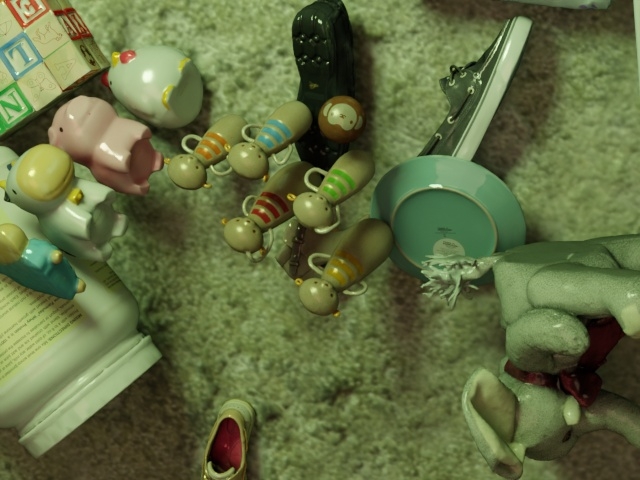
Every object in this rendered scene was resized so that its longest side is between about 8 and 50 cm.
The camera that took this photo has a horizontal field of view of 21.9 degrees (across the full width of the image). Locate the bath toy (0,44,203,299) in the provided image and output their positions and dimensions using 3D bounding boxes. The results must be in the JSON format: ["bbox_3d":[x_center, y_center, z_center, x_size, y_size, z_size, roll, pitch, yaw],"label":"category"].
[{"bbox_3d":[-0.268,-0.100,1.913,0.129,0.348,0.151,12,144,28],"label":"bath toy"}]

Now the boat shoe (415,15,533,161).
[{"bbox_3d":[0.168,-0.163,1.907,0.076,0.080,0.228,27,114,4],"label":"boat shoe"}]

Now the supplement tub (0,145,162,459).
[{"bbox_3d":[-0.368,0.076,1.994,0.235,0.235,0.325,-38,92,17],"label":"supplement tub"}]

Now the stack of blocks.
[{"bbox_3d":[-0.428,-0.199,2.013,0.297,0.087,0.171,-32,94,13],"label":"stack of blocks"}]

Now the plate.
[{"bbox_3d":[0.146,-0.015,1.931,0.188,0.024,0.188,9,127,13],"label":"plate"}]

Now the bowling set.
[{"bbox_3d":[-0.038,-0.075,1.867,0.287,0.154,0.200,35,142,12],"label":"bowling set"}]

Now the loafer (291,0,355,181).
[{"bbox_3d":[0.011,-0.174,1.937,0.076,0.078,0.223,16,123,30],"label":"loafer"}]

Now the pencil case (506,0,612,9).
[{"bbox_3d":[0.203,-0.329,1.838,0.273,0.113,0.124,10,126,10],"label":"pencil case"}]

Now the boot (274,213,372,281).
[{"bbox_3d":[0.000,0.000,1.998,0.087,0.042,0.118,33,99,13],"label":"boot"}]

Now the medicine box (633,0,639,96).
[{"bbox_3d":[0.407,-0.237,1.734,0.149,0.263,0.289,-4,101,13],"label":"medicine box"}]

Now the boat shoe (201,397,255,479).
[{"bbox_3d":[-0.123,0.283,2.076,0.063,0.059,0.170,11,104,10],"label":"boat shoe"}]

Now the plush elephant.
[{"bbox_3d":[0.275,0.139,1.852,0.330,0.272,0.255,-2,103,23],"label":"plush elephant"}]
